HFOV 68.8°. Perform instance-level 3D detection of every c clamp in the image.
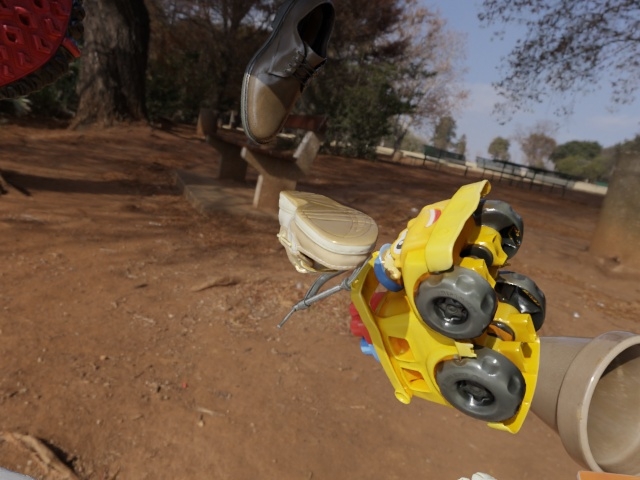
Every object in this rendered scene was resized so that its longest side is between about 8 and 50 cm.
[{"bbox_3d":[0.014,0.079,0.770,0.022,0.160,0.137,51,34,-11],"label":"c clamp"}]

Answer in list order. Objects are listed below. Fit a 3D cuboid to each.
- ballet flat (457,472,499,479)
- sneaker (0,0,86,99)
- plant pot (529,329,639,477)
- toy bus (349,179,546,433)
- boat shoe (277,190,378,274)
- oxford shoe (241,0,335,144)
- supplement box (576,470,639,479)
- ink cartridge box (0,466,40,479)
[{"bbox_3d":[0.241,0.404,0.731,0.073,0.206,0.067,19,46,-21],"label":"ballet flat"},{"bbox_3d":[-0.276,-0.226,0.403,0.125,0.262,0.104,0,-23,17],"label":"sneaker"},{"bbox_3d":[0.500,0.283,0.900,0.263,0.263,0.229,9,1,-22],"label":"plant pot"},{"bbox_3d":[0.107,0.066,0.492,0.211,0.220,0.149,-4,31,40],"label":"toy bus"},{"bbox_3d":[0.000,0.000,0.384,0.063,0.059,0.170,4,13,-14],"label":"boat shoe"},{"bbox_3d":[-0.045,-0.242,0.659,0.082,0.227,0.096,18,4,-42],"label":"oxford shoe"},{"bbox_3d":[0.341,0.384,0.521,0.080,0.233,0.078,-5,15,25],"label":"supplement box"},{"bbox_3d":[-0.362,0.231,0.259,0.270,0.197,0.198,46,11,-34],"label":"ink cartridge box"}]
